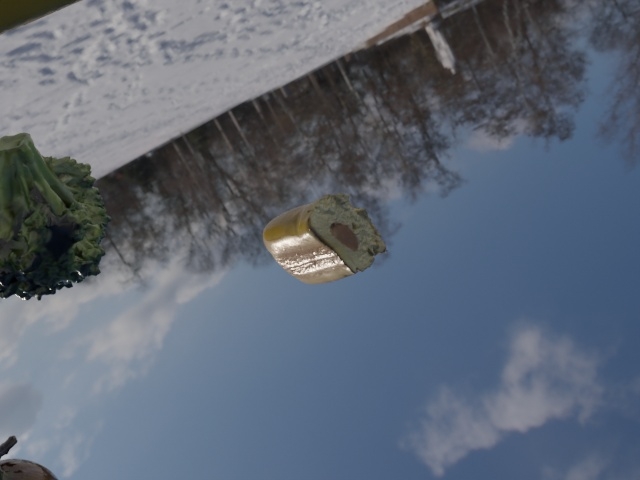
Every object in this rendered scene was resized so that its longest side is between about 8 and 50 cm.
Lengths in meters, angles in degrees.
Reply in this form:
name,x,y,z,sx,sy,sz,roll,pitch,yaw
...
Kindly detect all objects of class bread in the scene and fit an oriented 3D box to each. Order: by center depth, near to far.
name,x,y,z,sx,sy,sz,roll,pitch,yaw
bread,0.000,-0.002,1.129,0.173,0.134,0.085,-13,-142,54

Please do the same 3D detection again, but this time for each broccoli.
name,x,y,z,sx,sy,sz,roll,pitch,yaw
broccoli,-0.534,-0.054,1.401,0.293,0.280,0.348,15,-140,30

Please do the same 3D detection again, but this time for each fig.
name,x,y,z,sx,sy,sz,roll,pitch,yaw
fig,-0.439,0.375,1.048,0.148,0.149,0.202,-15,155,2

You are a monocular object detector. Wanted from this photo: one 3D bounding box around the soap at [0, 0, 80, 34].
name,x,y,z,sx,sy,sz,roll,pitch,yaw
soap,-0.176,-0.242,0.442,0.096,0.204,0.324,28,-133,20
